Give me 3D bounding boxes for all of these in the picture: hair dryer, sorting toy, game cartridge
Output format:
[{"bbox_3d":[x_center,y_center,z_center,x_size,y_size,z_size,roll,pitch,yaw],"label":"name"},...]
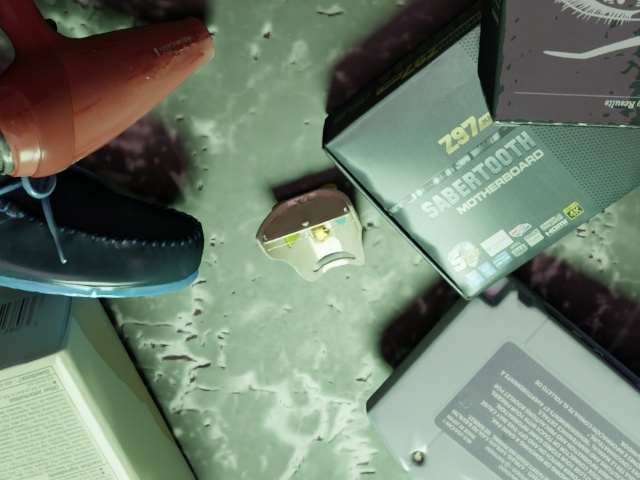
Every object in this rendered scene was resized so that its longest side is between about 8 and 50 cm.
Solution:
[{"bbox_3d":[-0.210,-0.157,1.001,0.293,0.080,0.224,13,81,-27],"label":"hair dryer"},{"bbox_3d":[0.000,0.000,1.153,0.083,0.045,0.075,-19,126,13],"label":"sorting toy"},{"bbox_3d":[0.193,0.180,1.199,0.294,0.060,0.196,40,101,-6],"label":"game cartridge"}]

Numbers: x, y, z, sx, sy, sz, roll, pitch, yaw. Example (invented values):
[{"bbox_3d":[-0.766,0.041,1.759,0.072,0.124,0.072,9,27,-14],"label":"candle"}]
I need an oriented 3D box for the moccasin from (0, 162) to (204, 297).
[{"bbox_3d":[-0.254,-0.038,1.082,0.341,0.138,0.117,10,107,-9],"label":"moccasin"}]

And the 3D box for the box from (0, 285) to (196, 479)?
[{"bbox_3d":[-0.212,0.188,1.211,0.148,0.121,0.311,-15,124,8],"label":"box"}]

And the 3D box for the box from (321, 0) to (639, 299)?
[{"bbox_3d":[0.145,-0.086,1.081,0.232,0.059,0.183,-36,112,20],"label":"box"}]

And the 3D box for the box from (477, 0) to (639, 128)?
[{"bbox_3d":[0.188,-0.184,0.930,0.153,0.108,0.207,3,115,-2],"label":"box"}]
